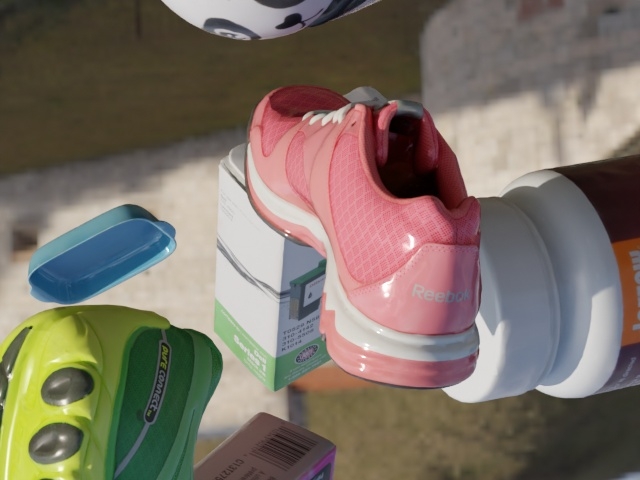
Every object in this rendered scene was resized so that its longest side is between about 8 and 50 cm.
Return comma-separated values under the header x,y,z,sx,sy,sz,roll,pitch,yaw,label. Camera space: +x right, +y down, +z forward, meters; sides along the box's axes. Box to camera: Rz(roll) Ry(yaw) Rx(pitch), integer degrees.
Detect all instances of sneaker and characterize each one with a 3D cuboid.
x,y,z,sx,sy,sz,roll,pitch,yaw,label
-0.091,0.174,0.799,0.123,0.295,0.109,-2,-163,-38,sneaker
0.039,-0.042,1.124,0.116,0.136,0.314,2,-149,-21,sneaker

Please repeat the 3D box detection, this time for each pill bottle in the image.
x,y,z,sx,sy,sz,roll,pitch,yaw,label
0.295,0.029,1.718,0.392,0.224,0.224,-10,178,-24,pill bottle

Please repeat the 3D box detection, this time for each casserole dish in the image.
x,y,z,sx,sy,sz,roll,pitch,yaw,label
-0.257,0.013,2.057,0.188,0.037,0.114,-28,149,12,casserole dish

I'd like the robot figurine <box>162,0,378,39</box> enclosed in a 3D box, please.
x,y,z,sx,sy,sz,roll,pitch,yaw,label
0.008,-0.222,1.065,0.173,0.209,0.278,25,-142,36,robot figurine

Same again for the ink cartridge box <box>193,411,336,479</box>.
x,y,z,sx,sy,sz,roll,pitch,yaw,label
-0.074,0.302,1.091,0.069,0.371,0.176,22,-147,24,ink cartridge box

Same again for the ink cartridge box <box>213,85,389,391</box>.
x,y,z,sx,sy,sz,roll,pitch,yaw,label
0.000,0.000,1.477,0.160,0.092,0.219,-29,148,-25,ink cartridge box
